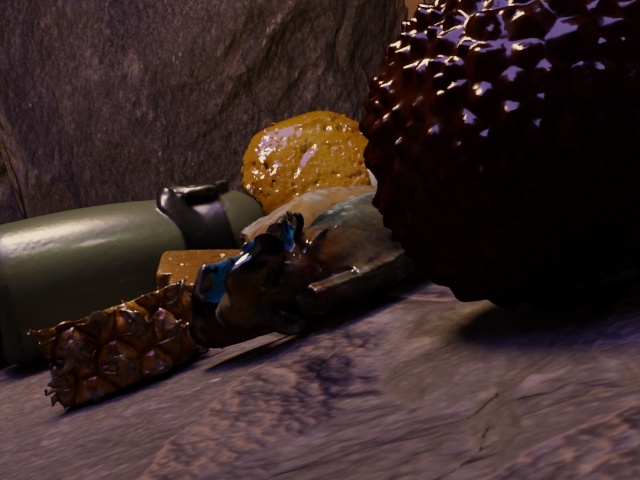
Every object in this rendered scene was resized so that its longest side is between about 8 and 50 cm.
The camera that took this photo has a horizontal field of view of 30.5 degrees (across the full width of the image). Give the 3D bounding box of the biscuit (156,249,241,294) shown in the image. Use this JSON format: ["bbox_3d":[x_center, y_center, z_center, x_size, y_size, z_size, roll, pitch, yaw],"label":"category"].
[{"bbox_3d":[-0.092,0.046,1.276,0.238,0.041,0.212,9,20,43],"label":"biscuit"}]

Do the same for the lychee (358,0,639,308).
[{"bbox_3d":[0.163,-0.072,0.852,0.264,0.300,0.264,-26,-35,-21],"label":"lychee"}]

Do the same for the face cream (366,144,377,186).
[{"bbox_3d":[0.251,-0.104,1.458,0.369,0.145,0.145,-16,5,9],"label":"face cream"}]

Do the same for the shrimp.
[{"bbox_3d":[0.000,0.000,1.177,0.221,0.110,0.445,5,15,24],"label":"shrimp"}]

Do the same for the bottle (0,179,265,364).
[{"bbox_3d":[-0.230,0.029,1.421,0.346,0.169,0.168,-15,4,-20],"label":"bottle"}]

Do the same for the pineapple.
[{"bbox_3d":[-0.163,0.083,1.081,0.135,0.080,0.233,-13,5,10],"label":"pineapple"}]

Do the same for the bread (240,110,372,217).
[{"bbox_3d":[-0.005,-0.083,1.769,0.239,0.240,0.139,-17,-27,-14],"label":"bread"}]

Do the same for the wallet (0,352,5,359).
[{"bbox_3d":[-0.479,0.134,1.447,0.167,0.036,0.222,-13,-13,33],"label":"wallet"}]
